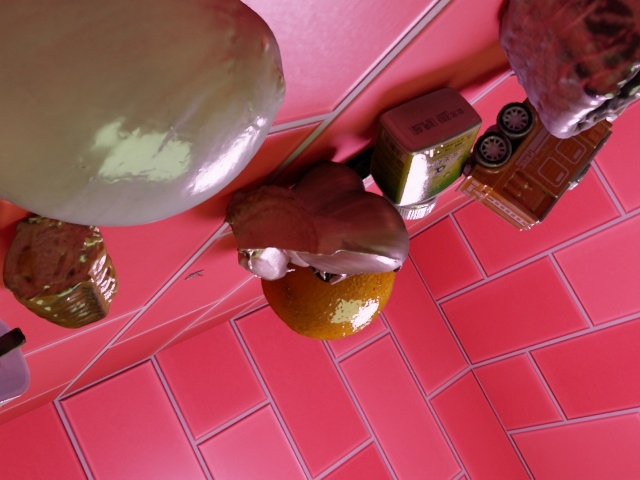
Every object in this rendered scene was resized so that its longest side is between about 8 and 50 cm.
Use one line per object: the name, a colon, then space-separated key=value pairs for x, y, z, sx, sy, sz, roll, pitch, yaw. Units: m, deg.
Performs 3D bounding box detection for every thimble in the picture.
thimble: x=0.320 y=-0.233 z=0.700 sx=0.217 sy=0.157 sz=0.245 roll=-35 pitch=171 yaw=32

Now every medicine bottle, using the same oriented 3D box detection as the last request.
medicine bottle: x=0.146 y=-0.119 z=0.914 sx=0.132 sy=0.088 sz=0.188 roll=-26 pitch=153 yaw=-18

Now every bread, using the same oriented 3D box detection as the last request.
bread: x=-0.281 y=0.044 z=0.695 sx=0.087 sy=0.098 sz=0.269 roll=17 pitch=162 yaw=-9

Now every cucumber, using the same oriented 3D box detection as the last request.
cucumber: x=0.047 y=-0.104 z=1.043 sx=0.220 sy=0.046 sz=0.070 roll=-29 pitch=175 yaw=20

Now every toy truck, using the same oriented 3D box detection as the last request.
toy truck: x=0.356 y=-0.169 z=0.954 sx=0.305 sy=0.162 sz=0.136 roll=-52 pitch=173 yaw=-2

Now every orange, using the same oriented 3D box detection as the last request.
orange: x=0.017 y=0.061 z=1.225 sx=0.274 sy=0.274 sz=0.274 roll=-27 pitch=173 yaw=-4

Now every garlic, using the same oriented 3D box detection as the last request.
garlic: x=0.000 y=0.000 z=0.933 sx=0.237 sy=0.210 sz=0.292 roll=-43 pitch=155 yaw=15

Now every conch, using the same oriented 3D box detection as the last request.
conch: x=-0.119 y=-0.084 z=0.363 sx=0.221 sy=0.121 sz=0.185 roll=-17 pitch=139 yaw=-33

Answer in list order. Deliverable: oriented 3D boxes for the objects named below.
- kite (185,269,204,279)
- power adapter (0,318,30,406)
kite: x=-0.256 y=0.071 z=1.307 sx=0.044 sy=0.002 sz=0.078 roll=-31 pitch=171 yaw=25
power adapter: x=-0.476 y=0.176 z=0.753 sx=0.255 sy=0.124 sz=0.187 roll=-29 pitch=174 yaw=13
